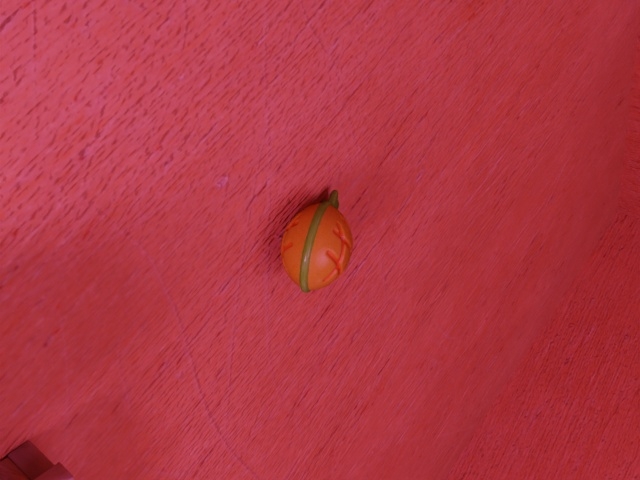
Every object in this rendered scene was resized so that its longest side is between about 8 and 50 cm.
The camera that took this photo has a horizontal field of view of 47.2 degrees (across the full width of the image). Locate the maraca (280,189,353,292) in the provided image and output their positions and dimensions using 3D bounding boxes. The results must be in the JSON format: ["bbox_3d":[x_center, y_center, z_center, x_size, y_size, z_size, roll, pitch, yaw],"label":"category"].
[{"bbox_3d":[0.000,0.000,1.050,0.186,0.099,0.127,-61,164,-61],"label":"maraca"}]

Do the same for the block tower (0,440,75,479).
[{"bbox_3d":[-0.319,0.380,0.863,0.091,0.097,0.336,-35,141,-38],"label":"block tower"}]
